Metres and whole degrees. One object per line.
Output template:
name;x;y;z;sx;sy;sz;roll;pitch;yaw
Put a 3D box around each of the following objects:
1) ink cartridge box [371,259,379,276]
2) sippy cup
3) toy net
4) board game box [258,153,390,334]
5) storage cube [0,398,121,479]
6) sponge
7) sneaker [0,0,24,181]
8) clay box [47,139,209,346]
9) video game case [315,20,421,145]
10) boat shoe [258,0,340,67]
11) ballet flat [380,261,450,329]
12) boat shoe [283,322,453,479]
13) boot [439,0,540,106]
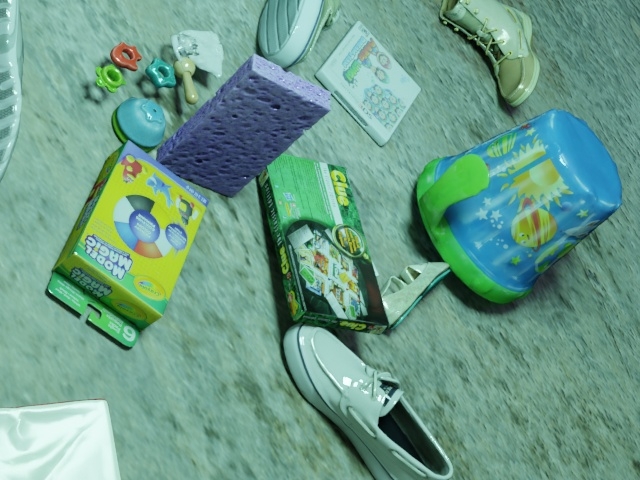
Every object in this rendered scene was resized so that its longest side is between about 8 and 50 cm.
ink cartridge box;0.020;0.037;1.922;0.115;0.029;0.062;-20;79;-47
sippy cup;0.293;-0.063;2.080;0.240;0.224;0.305;50;32;-7
toy net;-0.203;-0.210;1.858;0.122;0.045;0.232;46;40;-9
board game box;0.000;0.000;1.885;0.136;0.030;0.259;10;48;-30
storage cube;-0.291;0.265;1.319;0.184;0.193;0.215;2;62;-32
sponge;-0.095;-0.134;1.784;0.117;0.210;0.031;23;47;-31
sneaker;-0.363;-0.165;1.621;0.105;0.115;0.281;4;73;5
clay box;-0.218;0.003;1.692;0.127;0.053;0.222;37;43;-20
video game case;0.072;-0.231;2.156;0.143;0.019;0.157;46;41;-12
boat shoe;-0.012;-0.343;2.083;0.094;0.109;0.302;35;42;-26
ballet flat;0.121;0.060;1.987;0.052;0.057;0.168;46;40;3
boat shoe;0.062;0.201;1.808;0.267;0.088;0.096;56;40;-1
boot;0.269;-0.323;2.367;0.165;0.077;0.213;30;42;-29
